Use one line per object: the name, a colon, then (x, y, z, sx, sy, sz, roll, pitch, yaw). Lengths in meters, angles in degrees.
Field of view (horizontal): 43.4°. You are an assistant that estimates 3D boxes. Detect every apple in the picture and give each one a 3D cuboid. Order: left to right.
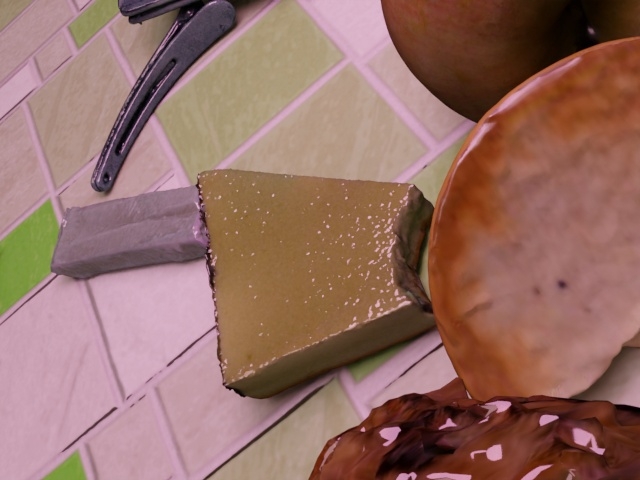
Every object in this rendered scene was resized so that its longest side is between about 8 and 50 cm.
apple: (0.168, -0.221, 0.621, 0.256, 0.257, 0.234, -26, 47, 18)

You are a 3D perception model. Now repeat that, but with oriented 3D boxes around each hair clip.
hair clip: (-0.202, -0.179, 0.983, 0.083, 0.048, 0.275, 27, 85, 42)

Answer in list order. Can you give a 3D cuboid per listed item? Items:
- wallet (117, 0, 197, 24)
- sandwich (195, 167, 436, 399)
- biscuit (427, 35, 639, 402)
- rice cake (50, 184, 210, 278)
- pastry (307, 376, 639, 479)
wallet: (-0.124, -0.408, 1.030, 0.251, 0.054, 0.291, -17, 45, 21)
sandwich: (0.000, 0.000, 0.729, 0.212, 0.063, 0.245, -24, 53, 15)
biscuit: (0.197, -0.024, 0.550, 0.309, 0.040, 0.205, -37, 89, 8)
rice cake: (-0.202, -0.010, 0.875, 0.226, 0.040, 0.085, -8, 58, 30)
pastry: (0.109, 0.226, 0.376, 0.405, 0.292, 0.338, -30, 40, 30)
